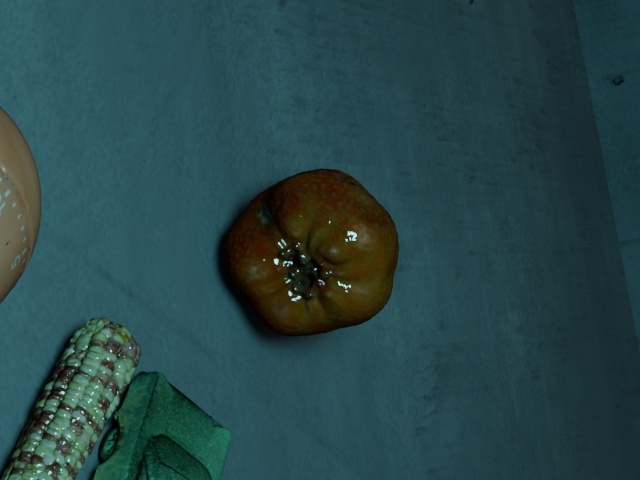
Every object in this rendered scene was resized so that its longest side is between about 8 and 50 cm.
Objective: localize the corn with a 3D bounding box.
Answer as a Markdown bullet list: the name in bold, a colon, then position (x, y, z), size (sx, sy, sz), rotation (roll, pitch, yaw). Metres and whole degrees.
- **corn**: position (-0.246, 0.179, 1.268), size (0.079, 0.079, 0.237), rotation (52, 41, -31)

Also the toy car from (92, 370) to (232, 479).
- **toy car**: position (-0.176, 0.293, 1.310), size (0.141, 0.097, 0.321), rotation (46, 44, -36)

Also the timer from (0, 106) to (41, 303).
- **timer**: position (-0.346, -0.023, 1.059), size (0.230, 0.229, 0.215), rotation (58, 39, -25)

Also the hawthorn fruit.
- **hawthorn fruit**: position (0.000, 0.000, 1.599), size (0.243, 0.207, 0.207), rotation (-54, 124, -68)
